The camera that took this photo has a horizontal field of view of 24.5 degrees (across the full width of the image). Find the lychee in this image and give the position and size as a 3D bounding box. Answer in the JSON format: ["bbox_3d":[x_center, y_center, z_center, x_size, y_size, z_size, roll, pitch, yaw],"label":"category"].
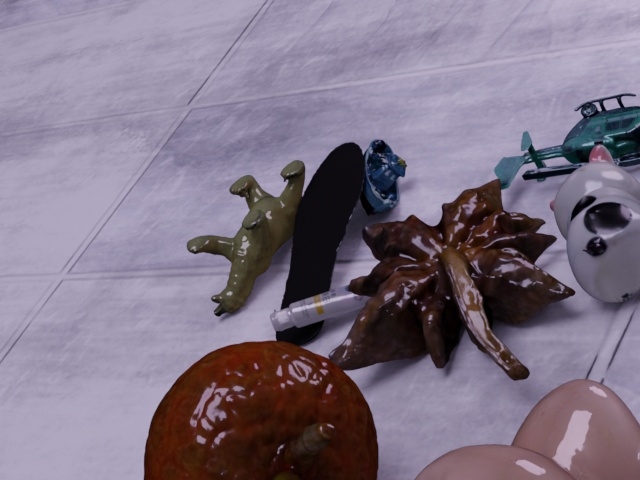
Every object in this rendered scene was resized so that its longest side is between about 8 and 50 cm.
[{"bbox_3d":[-0.057,0.226,1.476,0.255,0.255,0.300,-50,24,-25],"label":"lychee"}]

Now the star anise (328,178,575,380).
[{"bbox_3d":[0.150,0.040,1.663,0.292,0.109,0.349,-19,34,32],"label":"star anise"}]

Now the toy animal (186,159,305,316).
[{"bbox_3d":[-0.087,-0.004,1.961,0.103,0.101,0.218,-1,40,37],"label":"toy animal"}]

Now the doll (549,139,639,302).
[{"bbox_3d":[0.311,-0.014,1.591,0.110,0.107,0.180,-46,19,22],"label":"doll"}]

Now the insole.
[{"bbox_3d":[0.000,0.000,1.893,0.109,0.007,0.322,-17,46,36],"label":"insole"}]

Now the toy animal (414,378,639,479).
[{"bbox_3d":[0.201,0.241,1.252,0.221,0.210,0.229,-36,-6,5],"label":"toy animal"}]

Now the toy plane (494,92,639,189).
[{"bbox_3d":[0.319,-0.112,1.771,0.235,0.060,0.096,-11,51,26],"label":"toy plane"}]

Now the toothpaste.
[{"bbox_3d":[0.032,0.070,1.785,0.190,0.031,0.048,-18,40,3],"label":"toothpaste"}]

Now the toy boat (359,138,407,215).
[{"bbox_3d":[0.083,-0.085,1.942,0.061,0.060,0.137,-38,26,31],"label":"toy boat"}]
